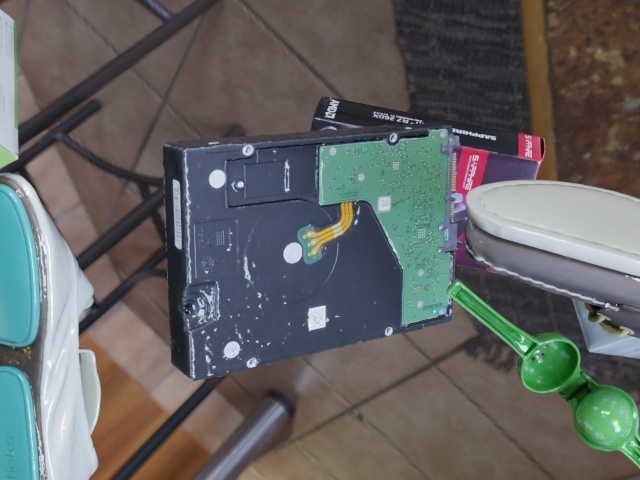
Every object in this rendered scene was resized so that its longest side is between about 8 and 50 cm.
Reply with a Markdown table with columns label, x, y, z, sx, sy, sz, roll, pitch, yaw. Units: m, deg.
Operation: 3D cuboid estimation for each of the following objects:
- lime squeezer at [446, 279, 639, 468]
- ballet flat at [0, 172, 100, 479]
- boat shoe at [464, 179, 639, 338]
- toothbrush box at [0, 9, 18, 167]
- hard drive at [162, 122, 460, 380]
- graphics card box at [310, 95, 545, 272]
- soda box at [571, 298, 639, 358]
| label | x | y | z | sx | sy | sz | roll | pitch | yaw |
| --- | --- | --- | --- | --- | --- | --- | --- | --- | --- |
| lime squeezer | 0.227 | 0.133 | 0.737 | 0.310 | 0.059 | 0.110 | 44 | 174 | 1 |
| ballet flat | -0.320 | 0.116 | 1.007 | 0.139 | 0.139 | 0.400 | 9 | 105 | 40 |
| boat shoe | 0.255 | 0.030 | 0.650 | 0.325 | 0.116 | 0.096 | 9 | 122 | -9 |
| toothbrush box | -0.476 | -0.136 | 0.949 | 0.283 | 0.206 | 0.122 | -24 | 147 | 16 |
| hard drive | 0.000 | 0.000 | 0.936 | 0.064 | 0.339 | 0.236 | 22 | 117 | 55 |
| graphics card box | 0.158 | -0.090 | 1.447 | 0.371 | 0.094 | 0.232 | 13 | 127 | 5 |
| soda box | 0.315 | 0.068 | 0.818 | 0.074 | 0.216 | 0.069 | -26 | 65 | 33 |
